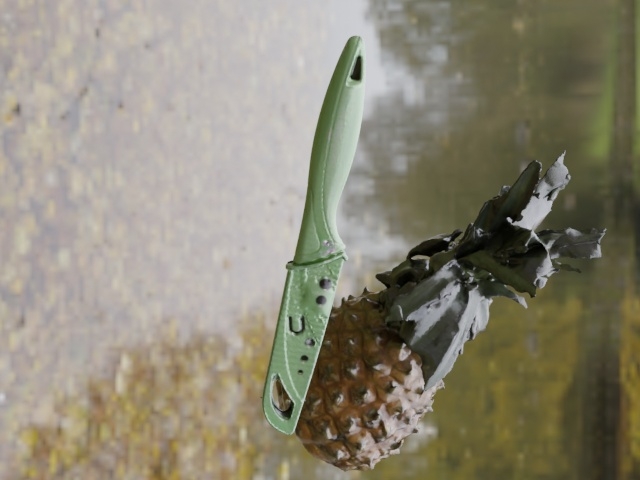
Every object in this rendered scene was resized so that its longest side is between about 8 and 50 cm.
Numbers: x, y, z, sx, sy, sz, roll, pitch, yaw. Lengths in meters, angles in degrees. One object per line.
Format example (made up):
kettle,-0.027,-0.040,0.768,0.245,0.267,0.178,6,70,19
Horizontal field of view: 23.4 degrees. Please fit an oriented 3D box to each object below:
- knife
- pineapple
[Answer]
knife,0.000,0.001,1.087,0.020,0.043,0.293,-122,-136,-71
pineapple,0.106,0.066,1.448,0.165,0.364,0.165,30,33,-22
